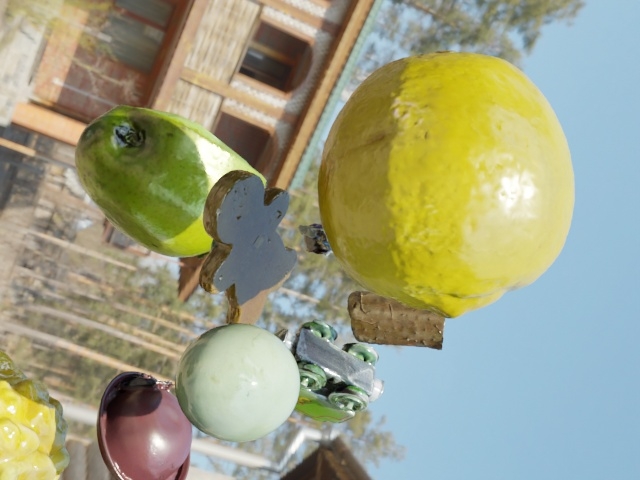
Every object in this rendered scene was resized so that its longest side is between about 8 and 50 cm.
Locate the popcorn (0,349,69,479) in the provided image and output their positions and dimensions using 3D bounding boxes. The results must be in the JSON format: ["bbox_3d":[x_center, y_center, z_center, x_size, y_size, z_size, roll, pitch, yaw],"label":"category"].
[{"bbox_3d":[-0.575,0.317,1.169,0.349,0.382,0.349,-37,163,-13],"label":"popcorn"}]

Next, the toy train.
[{"bbox_3d":[-0.007,0.333,1.908,0.249,0.307,0.173,-38,-151,47],"label":"toy train"}]

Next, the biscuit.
[{"bbox_3d":[-0.112,0.006,1.144,0.197,0.049,0.301,-55,155,-25],"label":"biscuit"}]

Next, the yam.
[{"bbox_3d":[0.184,0.188,1.825,0.129,0.238,0.128,11,82,-76],"label":"yam"}]

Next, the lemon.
[{"bbox_3d":[0.156,-0.075,0.983,0.348,0.348,0.348,-55,-157,38],"label":"lemon"}]

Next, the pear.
[{"bbox_3d":[-0.333,-0.123,1.503,0.342,0.318,0.239,12,-108,38],"label":"pear"}]

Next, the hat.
[{"bbox_3d":[-0.254,0.291,1.177,0.089,0.205,0.205,-27,-142,24],"label":"hat"}]

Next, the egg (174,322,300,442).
[{"bbox_3d":[-0.103,0.182,0.987,0.149,0.192,0.149,-8,-110,22],"label":"egg"}]

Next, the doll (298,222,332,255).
[{"bbox_3d":[0.000,0.000,1.685,0.070,0.096,0.195,-50,-163,-13],"label":"doll"}]
